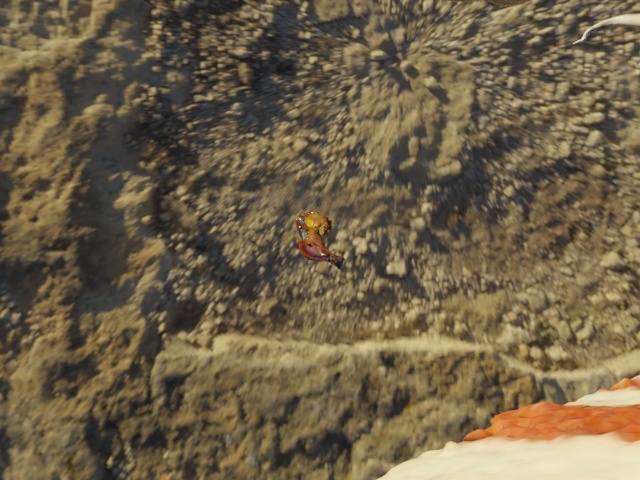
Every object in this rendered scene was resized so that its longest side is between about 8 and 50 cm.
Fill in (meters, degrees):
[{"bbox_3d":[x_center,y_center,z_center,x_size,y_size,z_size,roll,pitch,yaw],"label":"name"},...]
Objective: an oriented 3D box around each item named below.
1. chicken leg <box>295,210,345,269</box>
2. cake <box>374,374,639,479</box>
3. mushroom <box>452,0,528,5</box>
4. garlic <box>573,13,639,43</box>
[{"bbox_3d":[-0.004,0.002,1.613,0.062,0.145,0.037,-25,129,6],"label":"chicken leg"},{"bbox_3d":[0.192,0.201,0.480,0.319,0.269,0.270,-6,86,-39],"label":"cake"},{"bbox_3d":[0.208,-0.356,1.136,0.278,0.278,0.146,-40,55,9],"label":"mushroom"},{"bbox_3d":[0.354,-0.182,0.871,0.266,0.148,0.129,-10,82,-10],"label":"garlic"}]
